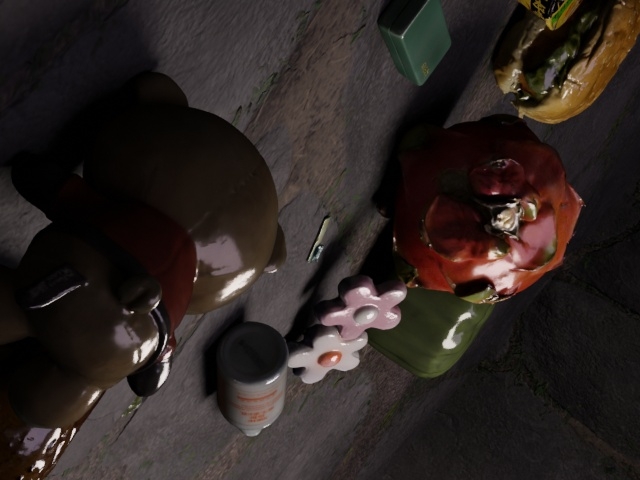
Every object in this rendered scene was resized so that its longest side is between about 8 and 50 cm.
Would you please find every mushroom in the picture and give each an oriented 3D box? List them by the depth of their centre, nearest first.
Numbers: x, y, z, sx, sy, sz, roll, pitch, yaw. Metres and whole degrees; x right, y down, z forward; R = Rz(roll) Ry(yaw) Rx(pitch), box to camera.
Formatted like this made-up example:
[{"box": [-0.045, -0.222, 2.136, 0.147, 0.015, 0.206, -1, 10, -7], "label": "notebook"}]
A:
[{"box": [-0.278, 0.155, 1.156, 0.231, 0.138, 0.194, -44, 160, -32], "label": "mushroom"}]

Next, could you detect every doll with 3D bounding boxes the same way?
[{"box": [-0.157, 0.004, 1.076, 0.174, 0.235, 0.330, -22, -159, 41], "label": "doll"}]

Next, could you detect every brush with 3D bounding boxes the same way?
[{"box": [0.000, 0.000, 1.818, 0.016, 0.013, 0.084, -30, 148, -50], "label": "brush"}]

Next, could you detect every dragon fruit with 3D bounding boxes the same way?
[{"box": [0.223, -0.052, 1.886, 0.305, 0.305, 0.226, -59, 155, 13], "label": "dragon fruit"}]

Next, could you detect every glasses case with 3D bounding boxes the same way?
[{"box": [0.123, -0.265, 1.609, 0.078, 0.039, 0.184, -54, 163, -3], "label": "glasses case"}]

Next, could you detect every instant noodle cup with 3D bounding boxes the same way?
[{"box": [0.315, -0.389, 1.756, 0.151, 0.122, 0.151, -47, 162, -20], "label": "instant noodle cup"}]

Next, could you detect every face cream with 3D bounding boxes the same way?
[{"box": [-0.100, 0.218, 1.807, 0.101, 0.101, 0.252, -46, 160, -27], "label": "face cream"}]

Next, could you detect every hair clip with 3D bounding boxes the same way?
[{"box": [0.034, 0.136, 1.961, 0.257, 0.146, 0.075, -45, -142, 42], "label": "hair clip"}]

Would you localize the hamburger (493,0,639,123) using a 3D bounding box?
[{"box": [0.390, -0.306, 2.041, 0.209, 0.162, 0.330, -35, 159, -51], "label": "hamburger"}]

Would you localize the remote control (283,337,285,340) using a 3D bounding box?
[{"box": [-0.081, 0.198, 1.957, 0.053, 0.018, 0.124, -40, 158, -36], "label": "remote control"}]

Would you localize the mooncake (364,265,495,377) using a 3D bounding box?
[{"box": [0.220, 0.082, 2.195, 0.351, 0.187, 0.351, -55, 175, -7], "label": "mooncake"}]
